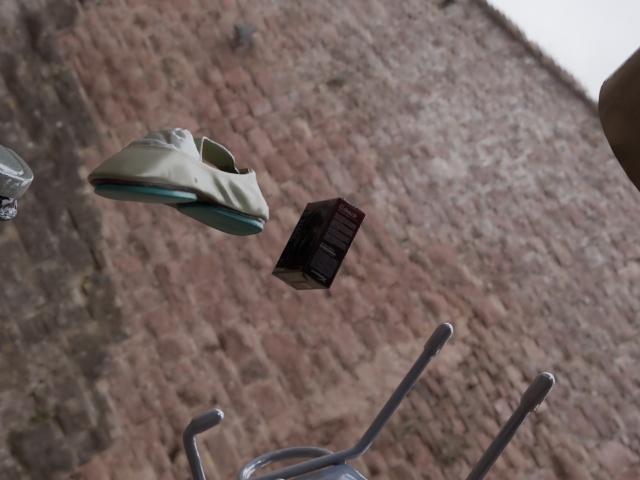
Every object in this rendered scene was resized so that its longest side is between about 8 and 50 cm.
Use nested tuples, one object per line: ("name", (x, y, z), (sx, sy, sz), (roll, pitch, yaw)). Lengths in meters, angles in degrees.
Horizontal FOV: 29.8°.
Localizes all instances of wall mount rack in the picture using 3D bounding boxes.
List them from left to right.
("wall mount rack", (0.044, 0.200, 1.139), (0.350, 0.304, 0.130), (-154, -130, -67))

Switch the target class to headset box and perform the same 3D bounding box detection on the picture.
("headset box", (0.000, 0.000, 1.042), (0.032, 0.083, 0.062), (33, -16, -23))

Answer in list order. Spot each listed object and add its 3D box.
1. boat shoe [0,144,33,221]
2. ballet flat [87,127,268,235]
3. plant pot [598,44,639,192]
("boat shoe", (-0.346, -0.079, 1.064), (0.114, 0.091, 0.302), (27, 8, -33))
("ballet flat", (-0.128, -0.062, 1.109), (0.086, 0.086, 0.248), (60, 17, 22))
("plant pot", (0.360, -0.126, 0.760), (0.256, 0.256, 0.274), (58, -47, 30))
